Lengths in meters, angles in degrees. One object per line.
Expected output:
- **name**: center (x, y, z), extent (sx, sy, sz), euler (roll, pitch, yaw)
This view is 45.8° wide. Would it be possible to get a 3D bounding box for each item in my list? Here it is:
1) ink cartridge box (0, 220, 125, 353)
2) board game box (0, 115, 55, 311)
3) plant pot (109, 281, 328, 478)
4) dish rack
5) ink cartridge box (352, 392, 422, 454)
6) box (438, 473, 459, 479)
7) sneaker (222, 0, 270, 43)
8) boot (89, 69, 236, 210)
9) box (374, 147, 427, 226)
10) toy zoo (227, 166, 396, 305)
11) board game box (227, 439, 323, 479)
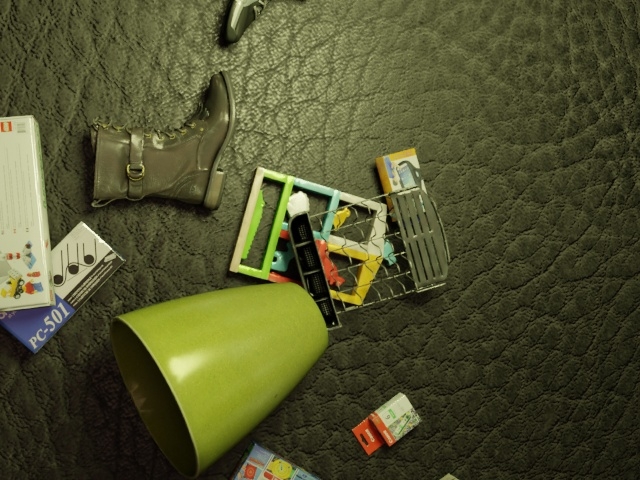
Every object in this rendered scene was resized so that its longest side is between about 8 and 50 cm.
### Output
- **ink cartridge box**: center (-0.428, 0.076, 1.244), extent (0.097, 0.046, 0.207), euler (44, 80, -9)
- **board game box**: center (-0.532, -0.036, 1.189), extent (0.193, 0.053, 0.305), euler (-6, 84, -9)
- **plant pot**: center (-0.142, 0.186, 1.225), extent (0.294, 0.275, 0.274), euler (-26, 96, -28)
- **dish rack**: center (0.092, 0.021, 1.322), extent (0.272, 0.074, 0.208), euler (-16, 95, -6)
- **ink cartridge box**: center (0.122, 0.339, 1.391), extent (0.115, 0.029, 0.062), euler (-35, 98, -13)
- **box**: center (0.169, 0.554, 1.368), extent (0.275, 0.094, 0.113), euler (-32, 97, -13)
- **sneaker**: center (-0.080, -0.432, 1.320), extent (0.132, 0.086, 0.228), euler (21, 84, -16)
- **boot**: center (-0.266, -0.172, 1.265), extent (0.229, 0.091, 0.262), euler (8, 89, -15)
- **box**: center (0.154, -0.095, 1.392), extent (0.081, 0.028, 0.136), euler (-19, 93, -34)
- **toy zoo**: center (0.000, 0.000, 1.362), extent (0.293, 0.030, 0.192), euler (17, 86, -14)
- **board game box**: center (-0.070, 0.461, 1.338), extent (0.201, 0.035, 0.136), euler (34, 81, -12)
